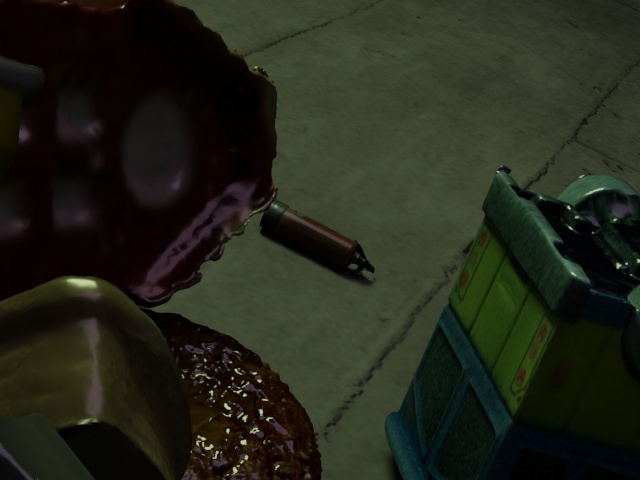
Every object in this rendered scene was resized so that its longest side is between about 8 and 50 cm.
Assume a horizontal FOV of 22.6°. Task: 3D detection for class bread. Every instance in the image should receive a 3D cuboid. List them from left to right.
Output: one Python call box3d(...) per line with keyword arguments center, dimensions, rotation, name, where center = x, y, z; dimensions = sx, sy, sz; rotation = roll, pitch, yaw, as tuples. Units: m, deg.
box3d(center=(-0.086, 0.088, 0.754), dimensions=(0.193, 0.064, 0.193), rotation=(17, 25, -8), name="bread")

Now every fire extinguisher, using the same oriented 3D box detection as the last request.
box3d(center=(0.000, 0.000, 1.089), dimensions=(0.083, 0.022, 0.028), rotation=(27, -8, 8), name="fire extinguisher")

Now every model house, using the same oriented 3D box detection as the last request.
box3d(center=(-0.151, -0.050, 0.799), dimensions=(0.196, 0.160, 0.254), rotation=(6, 12, 38), name="model house")

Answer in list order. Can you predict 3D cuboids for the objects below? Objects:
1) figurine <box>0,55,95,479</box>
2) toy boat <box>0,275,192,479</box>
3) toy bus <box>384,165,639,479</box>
box3d(center=(-0.185, 0.091, 0.423), dimensions=(0.342, 0.285, 0.167), rotation=(-6, -19, 26), name="figurine")
box3d(center=(-0.106, 0.099, 0.551), dimensions=(0.116, 0.188, 0.061), rotation=(14, 33, -23), name="toy boat")
box3d(center=(0.213, 0.098, 0.848), dimensions=(0.312, 0.190, 0.152), rotation=(16, 19, -17), name="toy bus")
